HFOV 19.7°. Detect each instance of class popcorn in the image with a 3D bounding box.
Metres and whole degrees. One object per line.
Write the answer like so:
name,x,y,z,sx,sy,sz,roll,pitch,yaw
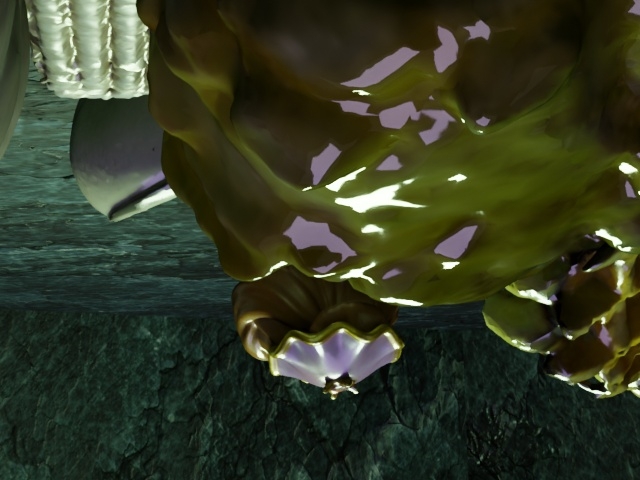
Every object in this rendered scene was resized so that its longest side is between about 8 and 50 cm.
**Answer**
popcorn,0.054,-0.101,0.540,0.233,0.192,0.266,-10,141,-33

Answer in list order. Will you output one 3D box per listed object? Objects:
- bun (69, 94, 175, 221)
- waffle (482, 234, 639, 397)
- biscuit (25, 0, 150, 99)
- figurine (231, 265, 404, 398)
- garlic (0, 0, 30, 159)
bun,-0.108,-0.094,1.329,0.173,0.120,0.173,-26,-176,2
waffle,0.302,-0.042,1.272,0.382,0.095,0.380,-49,145,20
biscuit,-0.086,-0.169,0.729,0.078,0.144,0.426,-2,170,-7
figurine,0.000,0.000,1.514,0.142,0.263,0.189,3,169,-22
garlic,-0.221,-0.113,0.600,0.241,0.322,0.322,-15,177,-19
